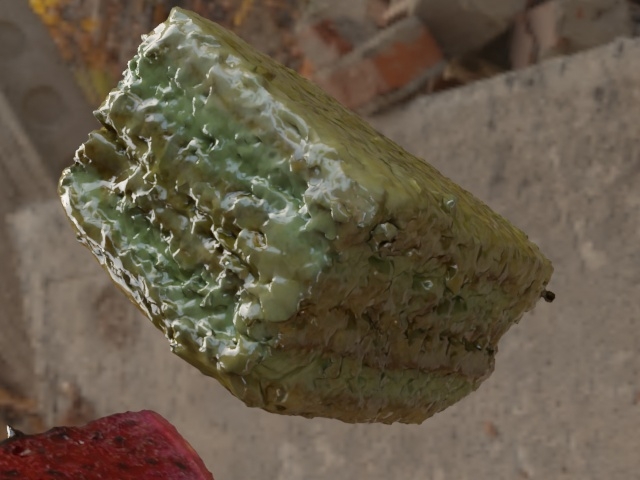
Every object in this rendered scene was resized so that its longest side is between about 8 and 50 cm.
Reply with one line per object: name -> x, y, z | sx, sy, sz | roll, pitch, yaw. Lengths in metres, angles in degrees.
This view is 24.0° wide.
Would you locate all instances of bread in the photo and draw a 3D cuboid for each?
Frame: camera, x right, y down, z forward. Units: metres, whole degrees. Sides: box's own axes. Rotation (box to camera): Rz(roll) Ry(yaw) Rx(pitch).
bread -> 0.000, 0.000, 0.607 | 0.138, 0.196, 0.102 | 43, 102, 26

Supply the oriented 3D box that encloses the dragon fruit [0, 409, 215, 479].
dragon fruit -> -0.139, 0.163, 0.607 | 0.189, 0.262, 0.163 | 4, 94, 37
